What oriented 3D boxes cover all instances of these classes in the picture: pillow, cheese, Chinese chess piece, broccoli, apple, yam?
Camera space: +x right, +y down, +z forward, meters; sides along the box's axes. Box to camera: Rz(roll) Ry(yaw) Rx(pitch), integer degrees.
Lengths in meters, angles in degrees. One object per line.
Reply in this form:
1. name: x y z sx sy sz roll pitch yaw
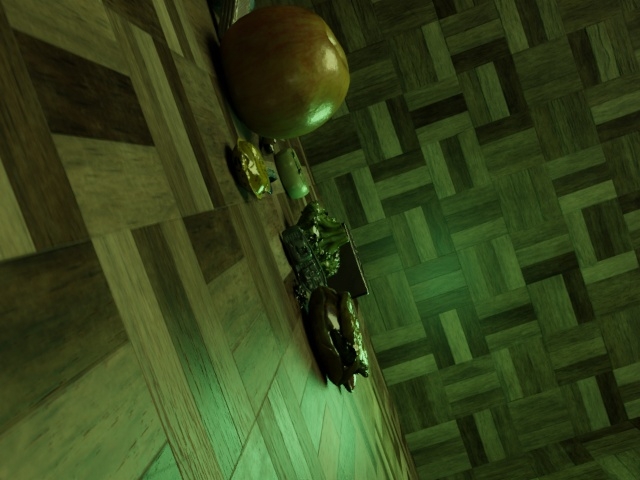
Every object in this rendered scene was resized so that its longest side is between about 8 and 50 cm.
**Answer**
1. pillow: 0.079 0.375 2.086 0.171 0.075 0.179 -89 160 -73
2. cheese: -0.160 -0.166 1.586 0.250 0.064 0.157 33 40 -75
3. Chinese chess piece: -0.103 -0.247 2.398 0.188 0.083 0.188 -22 90 -85
4. broccoli: -0.002 0.002 2.071 0.226 0.176 0.198 48 4 39
5. apple: -0.101 -0.487 1.869 0.391 0.346 0.392 -20 90 -80
6. yam: -0.183 -0.368 2.211 0.045 0.045 0.327 33 21 -23

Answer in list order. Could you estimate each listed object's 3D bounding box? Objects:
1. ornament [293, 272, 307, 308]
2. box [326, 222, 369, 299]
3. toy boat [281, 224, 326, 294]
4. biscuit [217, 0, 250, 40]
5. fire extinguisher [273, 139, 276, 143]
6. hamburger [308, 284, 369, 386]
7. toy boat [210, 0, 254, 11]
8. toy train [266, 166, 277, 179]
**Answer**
1. ornament: -0.053 0.151 1.796 0.125 0.028 0.073 -103 172 -61
2. box: 0.049 0.094 2.235 0.153 0.188 0.252 22 47 -80
3. toy boat: -0.040 0.075 1.916 0.085 0.078 0.261 47 -17 58
4. biscuit: -0.267 -0.726 2.046 0.108 0.061 0.239 22 75 -73
5. fire extinguisher: -0.183 -0.403 2.391 0.046 0.032 0.100 -19 96 -74
6. hamburger: 0.048 0.271 1.865 0.265 0.134 0.285 -101 176 -67
7. toy boat: -0.334 -0.853 2.175 0.330 0.123 0.215 -19 93 -73
8. toy train: -0.157 -0.183 1.812 0.207 0.043 0.047 -33 103 -84
